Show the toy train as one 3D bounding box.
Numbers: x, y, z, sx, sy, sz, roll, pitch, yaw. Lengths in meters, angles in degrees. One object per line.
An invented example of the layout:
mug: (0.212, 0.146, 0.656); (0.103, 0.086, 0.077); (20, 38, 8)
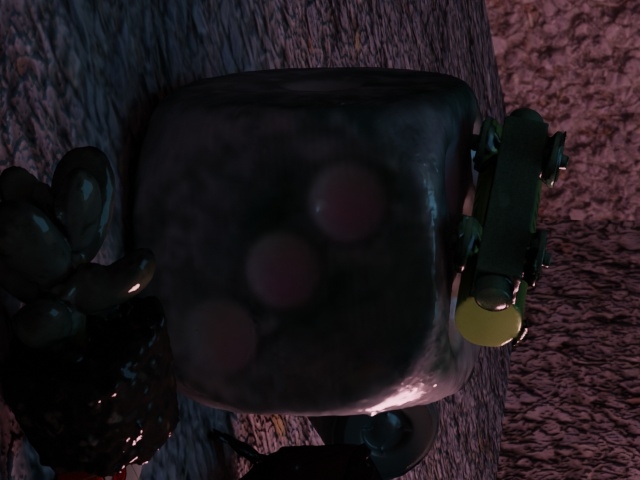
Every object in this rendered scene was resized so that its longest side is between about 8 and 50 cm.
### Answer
toy train: (0.187, -0.010, 1.929); (0.157, 0.105, 0.253); (95, 6, -51)

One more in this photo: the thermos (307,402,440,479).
thermos: (0.030, 0.177, 2.418); (0.182, 0.145, 0.286); (47, 0, -27)

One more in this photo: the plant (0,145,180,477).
plant: (-0.207, 0.063, 1.609); (0.146, 0.149, 0.274); (-62, 147, -60)

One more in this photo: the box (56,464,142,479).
box: (-0.209, 0.220, 1.803); (0.100, 0.048, 0.152); (71, 23, -48)

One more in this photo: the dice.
dice: (0.000, 0.000, 2.028); (0.330, 0.328, 0.348); (-42, 131, -69)

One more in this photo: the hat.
hat: (0.019, 0.295, 2.211); (0.336, 0.238, 0.209); (-9, 111, -34)
